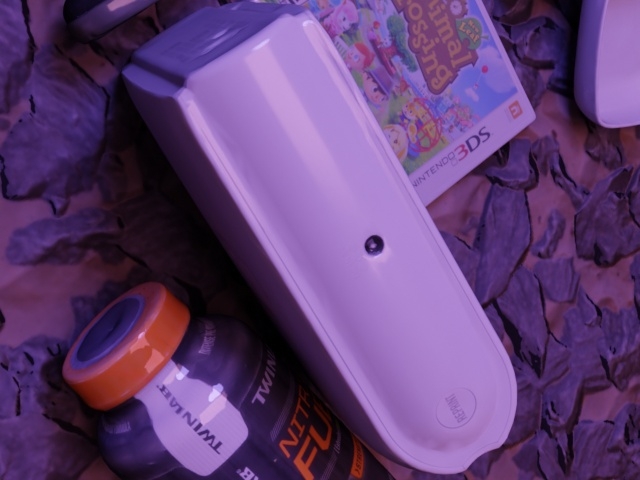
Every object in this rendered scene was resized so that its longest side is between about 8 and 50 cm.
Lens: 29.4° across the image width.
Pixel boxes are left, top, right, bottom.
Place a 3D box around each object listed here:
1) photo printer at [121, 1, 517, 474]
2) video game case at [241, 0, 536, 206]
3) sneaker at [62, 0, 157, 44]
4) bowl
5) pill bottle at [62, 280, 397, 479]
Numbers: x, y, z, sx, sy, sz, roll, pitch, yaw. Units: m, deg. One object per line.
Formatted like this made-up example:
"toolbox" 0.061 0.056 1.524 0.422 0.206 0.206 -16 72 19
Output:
"photo printer" 0.000 0.000 0.785 0.107 0.256 0.308 -34 109 -7
"video game case" 0.061 -0.138 0.953 0.193 0.023 0.212 -38 109 -27
"sneaker" -0.116 -0.235 0.807 0.130 0.087 0.227 47 64 -21
"bowl" 0.271 -0.174 1.052 0.142 0.053 0.142 -15 118 -33
"pill bottle" -0.059 0.139 0.816 0.246 0.130 0.130 48 67 -23
